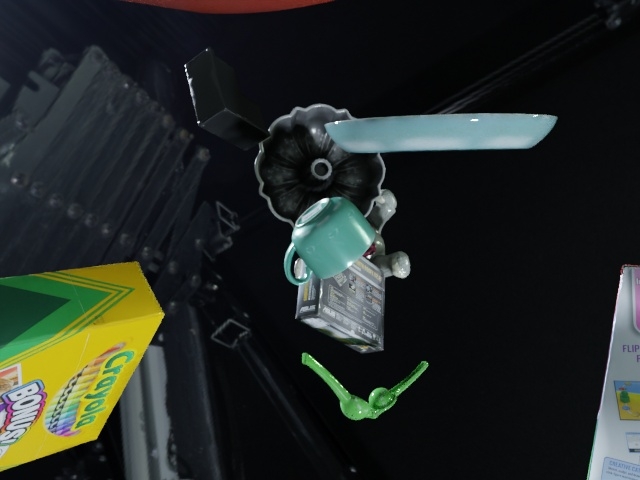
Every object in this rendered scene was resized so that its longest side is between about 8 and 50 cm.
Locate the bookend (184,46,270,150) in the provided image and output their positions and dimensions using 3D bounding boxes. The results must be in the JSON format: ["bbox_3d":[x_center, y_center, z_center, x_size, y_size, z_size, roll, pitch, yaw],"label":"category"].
[{"bbox_3d":[-0.195,-0.295,1.184,0.072,0.156,0.157,-26,-112,24],"label":"bookend"}]

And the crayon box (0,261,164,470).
[{"bbox_3d":[-0.423,0.196,0.751,0.106,0.313,0.363,56,-50,26],"label":"crayon box"}]

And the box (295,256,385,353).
[{"bbox_3d":[0.048,0.108,1.139,0.056,0.231,0.183,-16,-124,33],"label":"box"}]

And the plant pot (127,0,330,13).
[{"bbox_3d":[-0.142,-0.382,0.600,0.235,0.267,0.268,-1,-82,45],"label":"plant pot"}]

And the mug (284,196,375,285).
[{"bbox_3d":[0.007,-0.004,0.957,0.129,0.097,0.158,-17,-153,52],"label":"mug"}]

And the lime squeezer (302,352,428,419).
[{"bbox_3d":[0.089,0.275,1.038,0.059,0.310,0.110,-37,-128,42],"label":"lime squeezer"}]

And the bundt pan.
[{"bbox_3d":[-0.008,-0.175,1.443,0.330,0.124,0.331,0,-92,-9],"label":"bundt pan"}]

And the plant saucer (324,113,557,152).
[{"bbox_3d":[0.164,-0.148,0.794,0.317,0.317,0.044,4,-81,31],"label":"plant saucer"}]

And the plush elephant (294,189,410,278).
[{"bbox_3d":[0.054,0.009,1.608,0.330,0.255,0.272,-33,-124,51],"label":"plush elephant"}]

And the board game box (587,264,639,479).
[{"bbox_3d":[0.432,0.185,0.591,0.242,0.064,0.317,2,-116,44],"label":"board game box"}]
